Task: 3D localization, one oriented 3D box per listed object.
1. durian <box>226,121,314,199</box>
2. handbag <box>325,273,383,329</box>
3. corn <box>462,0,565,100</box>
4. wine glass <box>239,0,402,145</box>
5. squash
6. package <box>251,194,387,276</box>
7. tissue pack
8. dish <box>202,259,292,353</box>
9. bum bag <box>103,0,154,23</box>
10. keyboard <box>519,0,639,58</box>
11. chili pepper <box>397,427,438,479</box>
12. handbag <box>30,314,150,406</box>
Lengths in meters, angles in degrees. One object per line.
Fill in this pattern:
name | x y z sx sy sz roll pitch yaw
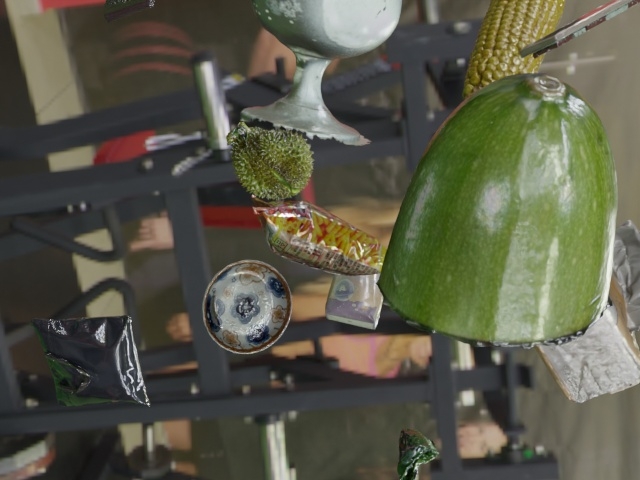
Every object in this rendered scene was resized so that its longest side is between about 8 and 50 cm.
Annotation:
durian | -0.112 -0.170 2.231 0.146 0.198 0.159 -66 169 -77
handbag | 0.080 0.093 2.166 0.095 0.117 0.173 86 17 -70
corn | 0.306 -0.324 1.593 0.119 0.119 0.322 72 34 -54
wine glass | 0.004 -0.320 1.513 0.238 0.238 0.323 -61 165 -74
squash | 0.228 -0.066 1.290 0.310 0.310 0.309 -73 164 -67
package | 0.000 0.000 1.810 0.108 0.288 0.223 -65 -171 1
tissue pack | 0.463 0.080 1.746 0.305 0.238 0.239 -88 169 -55
dish | -0.122 0.097 1.548 0.078 0.141 0.141 -171 -106 -66
bum bag | -0.379 -0.508 2.014 0.026 0.109 0.159 46 32 -56
keyboard | 0.278 -0.228 1.083 0.166 0.055 0.017 -31 100 -35
chili pepper | 0.198 0.465 2.241 0.062 0.108 0.216 44 5 -4
handbag | -0.477 0.255 2.126 0.089 0.211 0.254 -83 170 -53
